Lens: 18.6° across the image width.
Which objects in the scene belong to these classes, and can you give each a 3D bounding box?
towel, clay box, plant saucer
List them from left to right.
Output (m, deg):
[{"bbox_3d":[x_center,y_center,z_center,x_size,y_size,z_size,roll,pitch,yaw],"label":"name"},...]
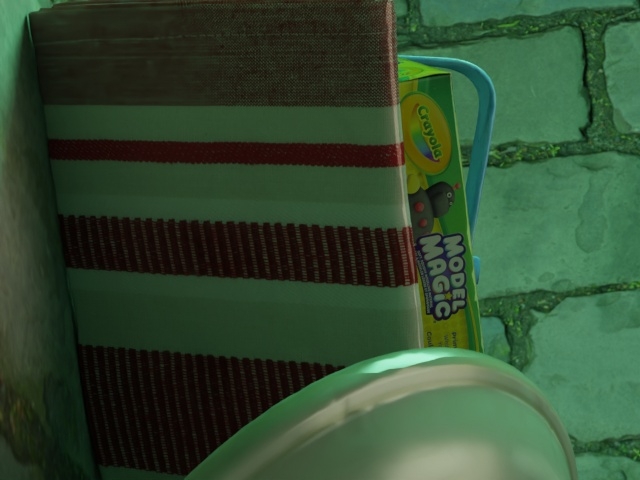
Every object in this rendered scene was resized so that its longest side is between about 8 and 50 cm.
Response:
[{"bbox_3d":[-0.047,0.019,1.143,0.037,0.237,0.329,-29,118,-56],"label":"towel"},{"bbox_3d":[0.023,0.254,1.051,0.100,0.400,0.400,34,-33,39],"label":"plant saucer"},{"bbox_3d":[0.048,-0.024,1.163,0.127,0.053,0.222,-142,-136,-73],"label":"clay box"}]

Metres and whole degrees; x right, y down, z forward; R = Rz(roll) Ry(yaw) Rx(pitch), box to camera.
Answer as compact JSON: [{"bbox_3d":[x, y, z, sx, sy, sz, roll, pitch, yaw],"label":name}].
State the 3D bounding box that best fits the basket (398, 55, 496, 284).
[{"bbox_3d":[0.000,0.000,1.413,0.201,0.255,0.289,165,-71,-72],"label":"basket"}]
